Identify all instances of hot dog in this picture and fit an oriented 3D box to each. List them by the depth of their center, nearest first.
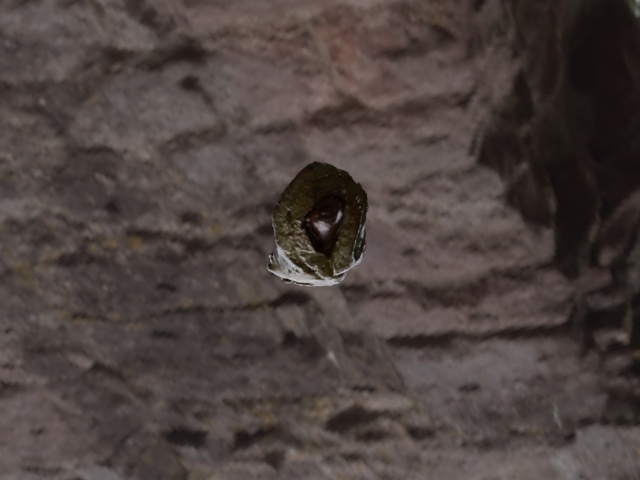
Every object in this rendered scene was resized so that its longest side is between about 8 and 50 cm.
[{"bbox_3d":[0.001,0.000,1.188,0.078,0.169,0.061,-39,-104,-12],"label":"hot dog"}]
